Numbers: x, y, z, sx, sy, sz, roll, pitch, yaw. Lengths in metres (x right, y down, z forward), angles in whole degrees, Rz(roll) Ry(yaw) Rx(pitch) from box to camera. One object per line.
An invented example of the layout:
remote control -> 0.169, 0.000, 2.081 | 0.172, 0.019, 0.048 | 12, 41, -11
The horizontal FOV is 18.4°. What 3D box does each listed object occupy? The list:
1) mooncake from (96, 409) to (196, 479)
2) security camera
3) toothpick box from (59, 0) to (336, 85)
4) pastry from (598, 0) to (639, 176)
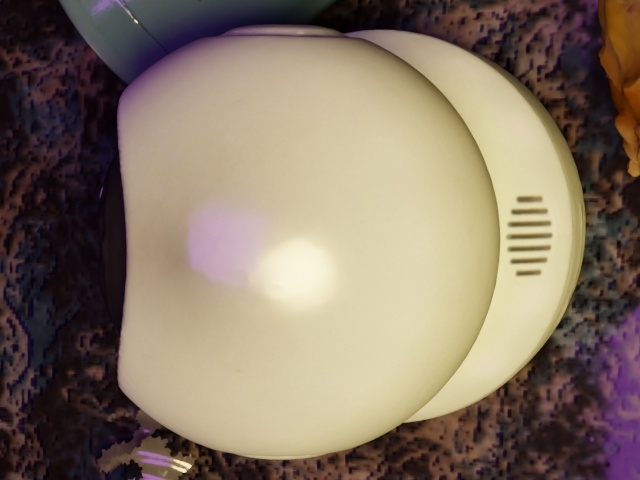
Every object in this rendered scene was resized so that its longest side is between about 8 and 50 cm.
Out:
mooncake -> -0.120, -0.030, 1.023 | 0.150, 0.057, 0.347 | -34, 73, 36
security camera -> 0.000, 0.000, 0.865 | 0.194, 0.236, 0.195 | 3, 97, 23
toothpick box -> -0.030, -0.156, 0.931 | 0.184, 0.120, 0.120 | -35, 79, 20
pastry -> 0.206, -0.137, 0.758 | 0.284, 0.184, 0.316 | 1, 95, 47
